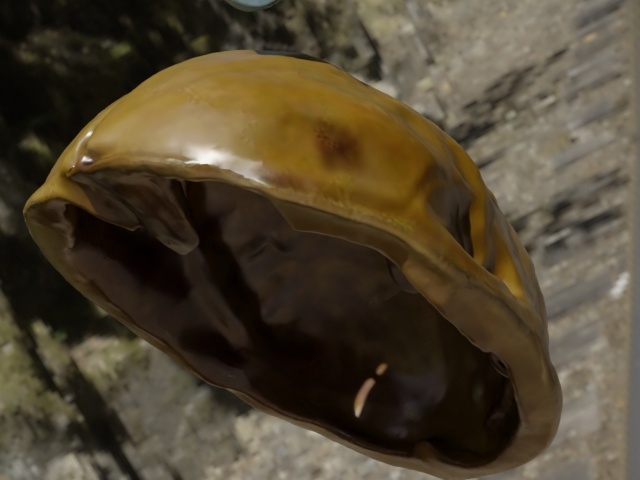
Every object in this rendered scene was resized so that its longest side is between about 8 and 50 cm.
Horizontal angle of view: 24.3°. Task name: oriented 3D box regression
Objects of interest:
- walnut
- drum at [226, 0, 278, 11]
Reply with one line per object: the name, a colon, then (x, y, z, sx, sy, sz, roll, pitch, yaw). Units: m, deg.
walnut: (0.002, -0.001, 0.507, 0.167, 0.211, 0.087, -4, 55, 37)
drum: (-0.027, -0.162, 0.532, 0.130, 0.049, 0.253, -34, 39, -7)
